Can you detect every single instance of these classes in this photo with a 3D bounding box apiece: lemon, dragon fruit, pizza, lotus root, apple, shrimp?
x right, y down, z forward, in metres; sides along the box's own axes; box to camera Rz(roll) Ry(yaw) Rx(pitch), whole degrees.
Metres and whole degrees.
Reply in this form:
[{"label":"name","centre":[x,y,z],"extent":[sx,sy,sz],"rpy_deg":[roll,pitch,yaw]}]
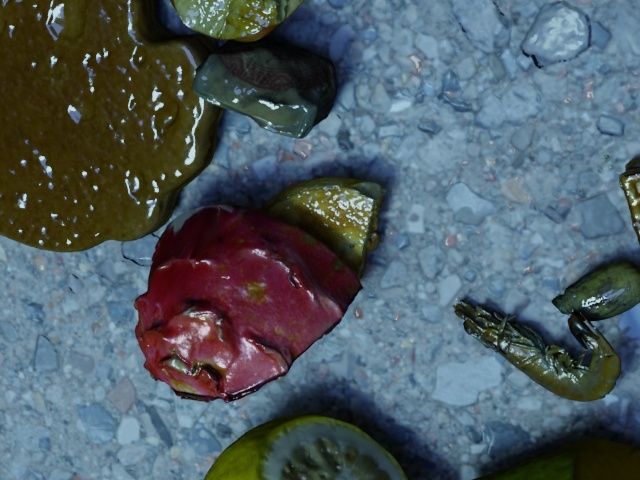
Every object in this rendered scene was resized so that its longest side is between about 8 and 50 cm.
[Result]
[{"label":"lemon","centre":[-0.026,0.315,1.482],"extent":[0.240,0.240,0.219],"rpy_deg":[38,131,1]},{"label":"dragon fruit","centre":[-0.108,0.060,1.429],"extent":[0.262,0.163,0.189],"rpy_deg":[-14,96,40]},{"label":"pizza","centre":[0.000,-0.001,1.451],"extent":[0.175,0.046,0.134],"rpy_deg":[-12,112,27]},{"label":"lotus root","centre":[0.275,0.053,1.380],"extent":[0.099,0.054,0.049],"rpy_deg":[-23,81,24]},{"label":"apple","centre":[-0.082,-0.274,1.325],"extent":[0.156,0.147,0.158],"rpy_deg":[15,128,-24]},{"label":"shrimp","centre":[0.219,0.097,1.403],"extent":[0.178,0.034,0.124],"rpy_deg":[36,146,6]}]

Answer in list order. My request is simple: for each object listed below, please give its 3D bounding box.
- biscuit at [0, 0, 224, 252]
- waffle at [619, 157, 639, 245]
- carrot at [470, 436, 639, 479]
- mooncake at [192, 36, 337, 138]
[{"label":"biscuit","centre":[-0.272,-0.165,1.464],"extent":[0.359,0.074,0.381],"rpy_deg":[27,113,5]},{"label":"waffle","centre":[0.352,-0.014,1.335],"extent":[0.102,0.042,0.148],"rpy_deg":[-15,105,21]},{"label":"carrot","centre":[0.256,0.325,1.386],"extent":[0.341,0.241,0.241],"rpy_deg":[-23,101,26]},{"label":"mooncake","centre":[-0.049,-0.156,1.366],"extent":[0.130,0.125,0.073],"rpy_deg":[20,110,6]}]
